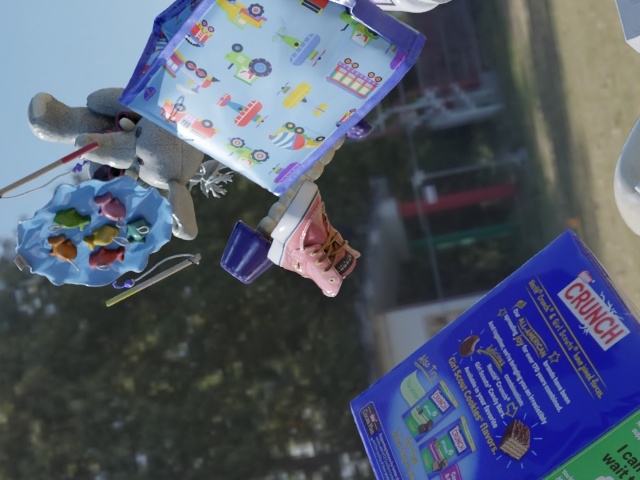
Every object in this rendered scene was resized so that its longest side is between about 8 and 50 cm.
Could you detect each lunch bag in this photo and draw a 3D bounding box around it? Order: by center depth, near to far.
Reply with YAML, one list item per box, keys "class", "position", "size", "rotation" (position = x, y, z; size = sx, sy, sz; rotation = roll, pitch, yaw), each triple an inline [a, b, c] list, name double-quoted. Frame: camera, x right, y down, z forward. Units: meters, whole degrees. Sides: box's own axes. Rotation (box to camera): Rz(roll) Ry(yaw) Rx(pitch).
- class: "lunch bag"
  position: [-0.046, -0.201, 1.470]
  size: [0.293, 0.221, 0.138]
  rotation: [-32, 34, 52]

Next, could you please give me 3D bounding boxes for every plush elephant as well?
- class: "plush elephant"
  position: [-0.279, -0.125, 2.075]
  size: [0.255, 0.330, 0.271]
  rotation: [132, 136, -75]

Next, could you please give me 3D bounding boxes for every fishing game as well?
- class: "fishing game"
  position: [-0.262, -0.002, 1.580]
  size: [0.264, 0.189, 0.041]
  rotation: [58, -171, -51]

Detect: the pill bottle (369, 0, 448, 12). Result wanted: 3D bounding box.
- class: "pill bottle"
  position: [0.121, -0.381, 1.948]
  size: [0.193, 0.108, 0.108]
  rotation: [20, 126, 60]

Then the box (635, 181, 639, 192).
- class: "box"
  position: [0.439, -0.064, 1.579]
  size: [0.101, 0.087, 0.102]
  rotation: [47, -152, 8]

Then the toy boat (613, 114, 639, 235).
- class: "toy boat"
  position: [0.538, -0.098, 1.771]
  size: [0.148, 0.318, 0.267]
  rotation: [47, -122, -29]

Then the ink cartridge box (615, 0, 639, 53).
- class: "ink cartridge box"
  position: [0.409, -0.326, 1.717]
  size: [0.104, 0.062, 0.181]
  rotation: [20, -125, -56]

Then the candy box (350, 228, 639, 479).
- class: "candy box"
  position: [0.212, 0.183, 1.404]
  size: [0.122, 0.317, 0.268]
  rotation: [42, -165, -33]

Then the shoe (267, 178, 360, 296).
- class: "shoe"
  position: [0.000, 0.000, 1.295]
  size: [0.063, 0.081, 0.178]
  rotation: [-58, -3, -17]

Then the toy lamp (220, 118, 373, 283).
- class: "toy lamp"
  position: [-0.037, -0.063, 1.856]
  size: [0.080, 0.274, 0.080]
  rotation: [37, 178, 2]
